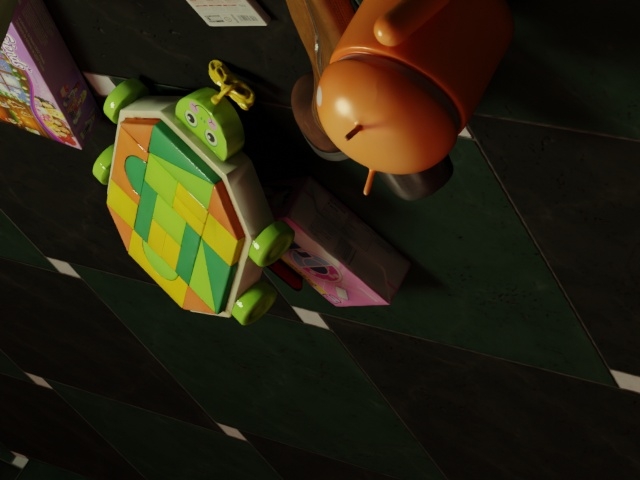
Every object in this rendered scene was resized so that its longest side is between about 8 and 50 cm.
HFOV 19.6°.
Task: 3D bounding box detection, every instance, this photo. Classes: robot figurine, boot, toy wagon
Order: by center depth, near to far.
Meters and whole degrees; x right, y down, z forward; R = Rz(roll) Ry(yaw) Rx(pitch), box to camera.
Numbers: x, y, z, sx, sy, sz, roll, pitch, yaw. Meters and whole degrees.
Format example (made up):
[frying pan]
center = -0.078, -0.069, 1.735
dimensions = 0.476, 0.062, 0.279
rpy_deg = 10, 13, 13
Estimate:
[robot figurine]
center = 0.077, -0.148, 1.521
dimensions = 0.128, 0.219, 0.158
rpy_deg = 36, 158, -18
[boot]
center = -0.009, -0.187, 1.697
dimensions = 0.280, 0.096, 0.264
rpy_deg = 58, 178, -31
[toy wagon]
center = -0.144, -0.063, 2.058
dimensions = 0.267, 0.068, 0.344
rpy_deg = 44, 147, 18

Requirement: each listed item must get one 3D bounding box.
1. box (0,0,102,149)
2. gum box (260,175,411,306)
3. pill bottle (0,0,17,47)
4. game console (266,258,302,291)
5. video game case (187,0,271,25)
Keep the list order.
[box]
center = -0.385, -0.230, 2.126
dimensions = 0.201, 0.057, 0.293
rpy_deg = 19, 156, 22
[gum box]
center = 0.000, 0.000, 2.155
dimensions = 0.188, 0.062, 0.107
rpy_deg = 41, 155, -27
[pill bottle]
center = -0.506, -0.306, 1.834
dimensions = 0.407, 0.229, 0.229
rpy_deg = 17, 158, 0
[game console]
center = -0.092, -0.004, 2.225
dimensions = 0.144, 0.085, 0.124
rpy_deg = 41, 150, -27
[video game case]
center = -0.113, -0.252, 1.806
dimensions = 0.087, 0.011, 0.122
rpy_deg = 6, 149, 45
